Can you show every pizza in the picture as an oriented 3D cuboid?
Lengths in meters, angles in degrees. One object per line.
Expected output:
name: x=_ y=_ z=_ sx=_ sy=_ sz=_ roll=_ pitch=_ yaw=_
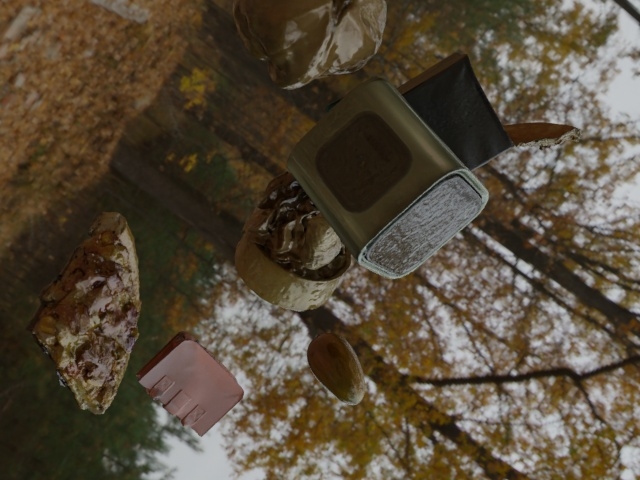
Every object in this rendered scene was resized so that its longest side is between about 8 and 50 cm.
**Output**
pizza: x=0.643 y=-0.316 z=2.226 sx=0.134 sy=0.271 sz=0.056 roll=-82 pitch=167 yaw=-55
pizza: x=-0.443 y=0.145 z=1.460 sx=0.278 sy=0.114 sz=0.409 roll=14 pitch=82 yaw=-70

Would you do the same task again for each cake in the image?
cake: x=-0.048 y=-0.015 z=2.067 sx=0.332 sy=0.332 sz=0.321 roll=-72 pitch=-172 yaw=-54

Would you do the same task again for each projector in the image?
projector: x=0.124 y=-0.108 z=1.364 sx=0.248 sy=0.249 sz=0.248 roll=-42 pitch=153 yaw=12

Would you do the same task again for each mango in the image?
mango: x=0.050 y=0.381 z=2.261 sx=0.139 sy=0.175 sz=0.254 roll=-29 pitch=-142 yaw=-15

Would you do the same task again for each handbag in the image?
handbag: x=-0.286 y=0.318 z=1.636 sx=0.157 sy=0.212 sz=0.059 roll=-44 pitch=-152 yaw=-8

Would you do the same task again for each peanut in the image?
peanut: x=0.000 y=0.000 z=1.755 sx=0.214 sy=0.099 sz=0.099 roll=95 pitch=20 yaw=-59

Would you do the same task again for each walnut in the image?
walnut: x=-0.034 y=-0.543 z=1.769 sx=0.383 sy=0.383 sz=0.383 roll=-52 pitch=-168 yaw=16

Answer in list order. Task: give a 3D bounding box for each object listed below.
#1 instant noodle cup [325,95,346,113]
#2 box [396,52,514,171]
instant noodle cup: x=0.120 y=-0.370 z=2.299 sx=0.157 sy=0.179 sz=0.070 roll=-28 pitch=-167 yaw=7
box: x=0.256 y=-0.262 z=1.818 sx=0.345 sy=0.251 sz=0.204 roll=-30 pitch=-168 yaw=13
